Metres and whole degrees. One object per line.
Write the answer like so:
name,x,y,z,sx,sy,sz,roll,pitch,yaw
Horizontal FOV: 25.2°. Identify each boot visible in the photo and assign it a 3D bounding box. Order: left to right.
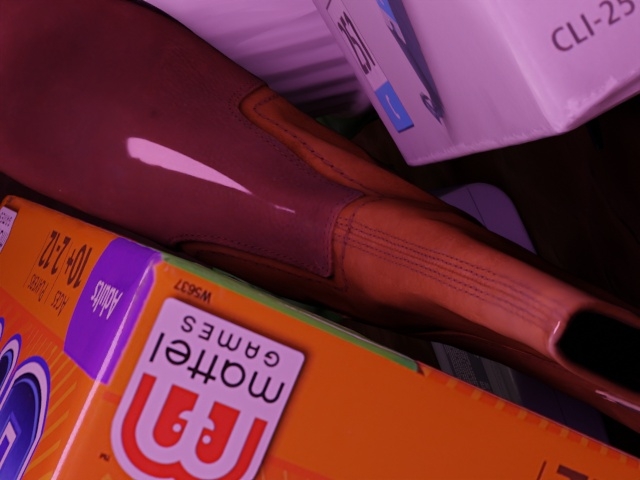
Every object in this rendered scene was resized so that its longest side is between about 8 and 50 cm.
boot,0.000,0.000,0.535,0.264,0.096,0.280,34,178,-36

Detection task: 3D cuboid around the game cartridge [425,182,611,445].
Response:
game cartridge,0.134,0.101,0.996,0.196,0.060,0.294,-166,55,-83

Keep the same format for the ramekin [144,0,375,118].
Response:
ramekin,-0.068,-0.173,0.732,0.273,0.127,0.273,56,161,31

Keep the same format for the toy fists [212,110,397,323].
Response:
toy fists,-0.013,-0.063,0.983,0.096,0.142,0.279,-114,22,-64

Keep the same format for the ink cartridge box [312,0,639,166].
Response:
ink cartridge box,0.009,-0.154,0.467,0.261,0.066,0.296,61,178,-2

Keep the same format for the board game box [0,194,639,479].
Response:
board game box,-0.032,0.217,0.670,0.356,0.357,0.356,-67,20,-3

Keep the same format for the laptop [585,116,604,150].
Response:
laptop,0.030,-0.170,0.677,0.264,0.137,0.234,3,118,44
